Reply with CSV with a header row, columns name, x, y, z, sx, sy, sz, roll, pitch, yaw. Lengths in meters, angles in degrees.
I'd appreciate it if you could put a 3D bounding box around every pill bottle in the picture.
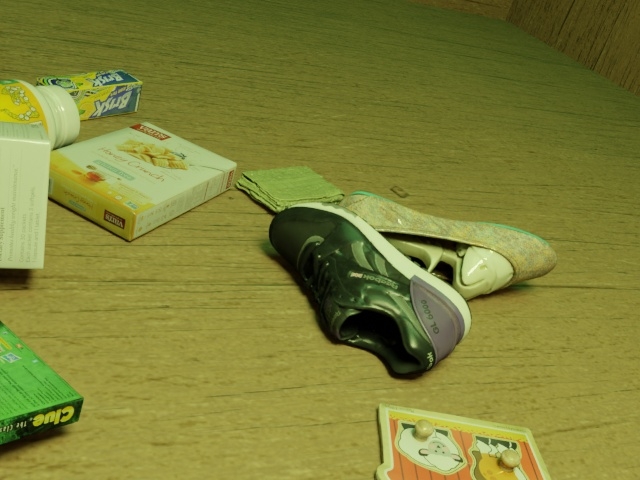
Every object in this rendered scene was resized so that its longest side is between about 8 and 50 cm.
name,x,y,z,sx,sy,sz,roll,pitch,yaw
pill bottle,-0.417,-0.143,0.939,0.117,0.118,0.208,29,31,22

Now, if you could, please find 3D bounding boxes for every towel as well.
name,x,y,z,sx,sy,sz,roll,pitch,yaw
towel,-0.044,-0.078,1.122,0.148,0.027,0.110,-13,40,-41

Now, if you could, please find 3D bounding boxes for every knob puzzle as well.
name,x,y,z,sx,sy,sz,roll,pitch,yaw
knob puzzle,0.146,0.228,0.684,0.213,0.030,0.213,13,29,-8

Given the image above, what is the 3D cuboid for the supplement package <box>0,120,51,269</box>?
name,x,y,z,sx,sy,sz,roll,pitch,yaw
supplement package,-0.408,-0.055,0.741,0.243,0.139,0.134,2,14,-24

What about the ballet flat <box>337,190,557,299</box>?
name,x,y,z,sx,sy,sz,roll,pitch,yaw
ballet flat,0.166,0.025,1.003,0.315,0.108,0.106,13,48,3

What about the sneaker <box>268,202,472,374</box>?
name,x,y,z,sx,sy,sz,roll,pitch,yaw
sneaker,0.033,0.050,0.865,0.283,0.107,0.124,31,37,24

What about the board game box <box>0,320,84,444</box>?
name,x,y,z,sx,sy,sz,roll,pitch,yaw
board game box,-0.334,0.091,0.625,0.259,0.030,0.136,30,19,32

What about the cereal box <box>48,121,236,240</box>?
name,x,y,z,sx,sy,sz,roll,pitch,yaw
cereal box,-0.250,-0.092,1.012,0.172,0.047,0.240,26,30,15

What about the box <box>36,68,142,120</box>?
name,x,y,z,sx,sy,sz,roll,pitch,yaw
box,-0.371,-0.233,1.183,0.054,0.059,0.168,34,33,24
